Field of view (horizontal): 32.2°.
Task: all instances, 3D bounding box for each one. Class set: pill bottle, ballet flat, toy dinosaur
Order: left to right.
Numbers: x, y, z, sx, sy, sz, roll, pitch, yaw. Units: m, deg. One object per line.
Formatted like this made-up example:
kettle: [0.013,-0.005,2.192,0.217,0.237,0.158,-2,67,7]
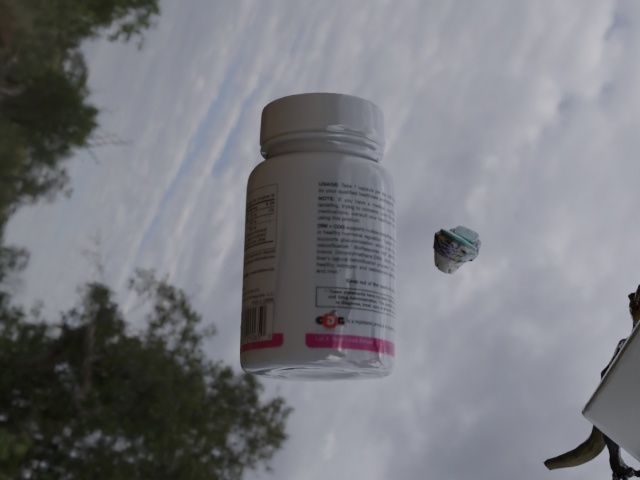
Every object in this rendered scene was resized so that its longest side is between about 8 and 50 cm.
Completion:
pill bottle: [0.000,0.000,1.163,0.160,0.160,0.283,150,-56,-67]
ballet flat: [0.118,0.011,0.969,0.041,0.041,0.114,-67,167,9]
toy dinosaur: [0.307,0.172,1.110,0.118,0.064,0.268,-115,-145,-50]

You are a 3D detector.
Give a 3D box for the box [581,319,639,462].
box: [0.226,0.066,0.591,0.094,0.113,0.275,-48,164,-11]
